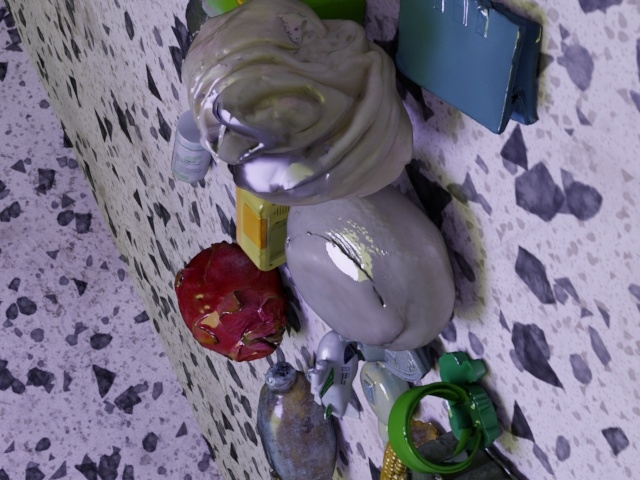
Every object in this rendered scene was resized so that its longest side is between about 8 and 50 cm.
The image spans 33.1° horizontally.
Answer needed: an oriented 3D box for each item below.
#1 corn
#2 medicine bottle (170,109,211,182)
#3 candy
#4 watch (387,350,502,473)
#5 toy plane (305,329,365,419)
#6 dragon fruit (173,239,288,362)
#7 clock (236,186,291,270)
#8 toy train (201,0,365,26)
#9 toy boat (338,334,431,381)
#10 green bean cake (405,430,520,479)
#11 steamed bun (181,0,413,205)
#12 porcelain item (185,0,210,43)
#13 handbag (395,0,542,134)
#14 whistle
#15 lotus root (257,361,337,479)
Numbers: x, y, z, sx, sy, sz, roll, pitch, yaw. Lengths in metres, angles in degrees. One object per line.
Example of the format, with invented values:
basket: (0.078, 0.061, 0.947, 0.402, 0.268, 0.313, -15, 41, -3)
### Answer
corn: (0.154, 0.429, 1.889, 0.115, 0.115, 0.318, 49, 151, 40)
medicine bottle: (-0.276, -0.201, 2.330, 0.086, 0.086, 0.183, 61, 158, 17)
candy: (0.077, 0.020, 1.562, 0.295, 0.185, 0.295, 34, 144, 28)
watch: (0.172, 0.259, 1.600, 0.165, 0.152, 0.131, 71, 160, 4)
toy plane: (0.033, 0.240, 1.929, 0.080, 0.174, 0.174, 10, 126, 28)
dragon fruit: (-0.189, 0.119, 2.263, 0.250, 0.250, 0.315, 97, 163, -53)
clock: (-0.073, -0.053, 1.907, 0.096, 0.143, 0.202, 52, 154, 30)
toy train: (-0.068, -0.312, 1.605, 0.307, 0.173, 0.249, 49, 147, 40)
toy boat: (0.086, 0.142, 1.784, 0.319, 0.092, 0.141, 38, 150, 52)
green bean cake: (0.242, 0.450, 1.666, 0.241, 0.132, 0.255, 40, 148, 52)
steamed bun: (-0.045, -0.164, 1.389, 0.320, 0.206, 0.275, 12, 134, 16)
porcelain item: (-0.215, -0.419, 1.986, 0.081, 0.069, 0.216, 59, 157, 10)
handbag: (0.169, -0.229, 1.267, 0.221, 0.057, 0.144, 46, 146, 44)
whistle: (0.121, 0.305, 1.907, 0.126, 0.067, 0.258, 44, 152, 53)
lotus root: (-0.049, 0.399, 2.297, 0.175, 0.175, 0.350, 36, 139, 54)
